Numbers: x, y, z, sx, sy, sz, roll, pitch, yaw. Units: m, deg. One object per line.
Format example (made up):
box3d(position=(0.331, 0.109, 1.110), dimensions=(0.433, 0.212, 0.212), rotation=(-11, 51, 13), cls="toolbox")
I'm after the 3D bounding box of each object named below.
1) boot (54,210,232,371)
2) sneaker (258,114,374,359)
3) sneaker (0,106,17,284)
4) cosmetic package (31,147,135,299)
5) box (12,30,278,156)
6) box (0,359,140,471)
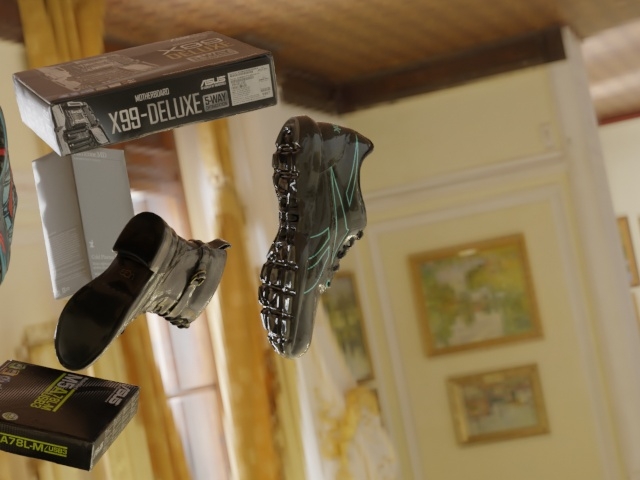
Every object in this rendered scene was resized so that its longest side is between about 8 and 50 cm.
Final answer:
box3d(position=(-0.235, 0.089, 1.783), dimensions=(0.091, 0.263, 0.229), rotation=(34, 177, 26), cls="boot")
box3d(position=(0.000, 0.000, 1.394), dimensions=(0.106, 0.267, 0.101), rotation=(6, -176, -26), cls="sneaker")
box3d(position=(-0.431, -0.065, 1.580), dimensions=(0.104, 0.262, 0.125), rotation=(5, -164, -2), cls="sneaker")
box3d(position=(-0.371, -0.028, 2.041), dimensions=(0.107, 0.238, 0.127), rotation=(-16, 171, 36), cls="cosmetic package")
box3d(position=(-0.244, -0.208, 1.744), dimensions=(0.307, 0.077, 0.242), rotation=(-16, -158, -20), cls="box")
box3d(position=(-0.339, 0.213, 1.581), dimensions=(0.184, 0.045, 0.191), rotation=(9, -164, 8), cls="box")
